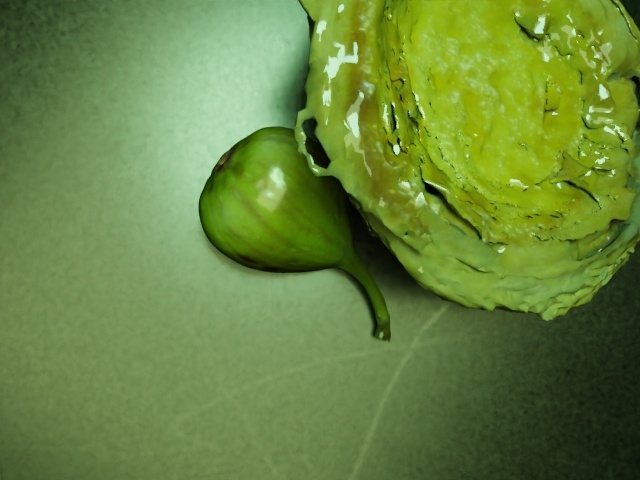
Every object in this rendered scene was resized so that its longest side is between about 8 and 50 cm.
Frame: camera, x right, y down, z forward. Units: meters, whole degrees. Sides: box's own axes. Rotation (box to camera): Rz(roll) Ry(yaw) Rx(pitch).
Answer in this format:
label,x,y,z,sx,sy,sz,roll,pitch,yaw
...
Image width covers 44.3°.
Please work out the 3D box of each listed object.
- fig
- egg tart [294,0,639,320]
label,x,y,z,sx,sy,sz,roll,pitch,yaw
fig,-0.012,-0.003,0.520,0.093,0.093,0.166,-48,132,-6
egg tart,0.089,-0.081,0.490,0.291,0.107,0.290,6,77,-30
